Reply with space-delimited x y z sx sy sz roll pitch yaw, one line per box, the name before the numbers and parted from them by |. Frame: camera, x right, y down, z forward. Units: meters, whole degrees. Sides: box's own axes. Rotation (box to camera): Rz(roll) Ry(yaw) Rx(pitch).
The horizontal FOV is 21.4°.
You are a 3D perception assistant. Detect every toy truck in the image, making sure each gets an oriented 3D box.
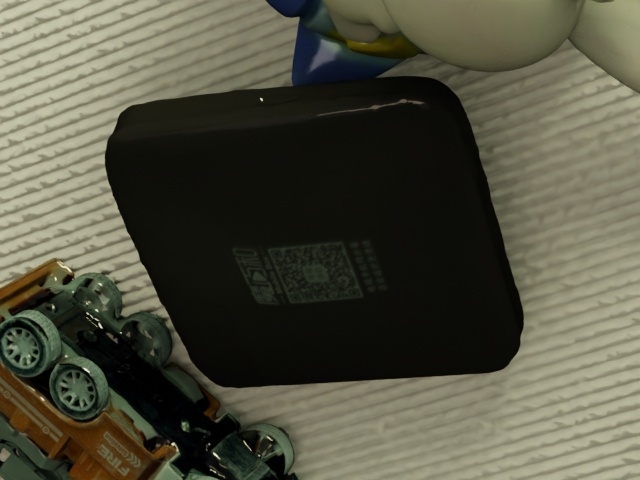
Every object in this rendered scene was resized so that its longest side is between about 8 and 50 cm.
toy truck | -0.166 0.189 1.449 0.338 0.133 0.184 41 119 7

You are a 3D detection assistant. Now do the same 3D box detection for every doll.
doll | 0.069 -0.212 1.230 0.365 0.187 0.376 12 152 46

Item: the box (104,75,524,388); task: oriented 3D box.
box | 0.000 0.000 1.327 0.288 0.073 0.290 -5 132 19
